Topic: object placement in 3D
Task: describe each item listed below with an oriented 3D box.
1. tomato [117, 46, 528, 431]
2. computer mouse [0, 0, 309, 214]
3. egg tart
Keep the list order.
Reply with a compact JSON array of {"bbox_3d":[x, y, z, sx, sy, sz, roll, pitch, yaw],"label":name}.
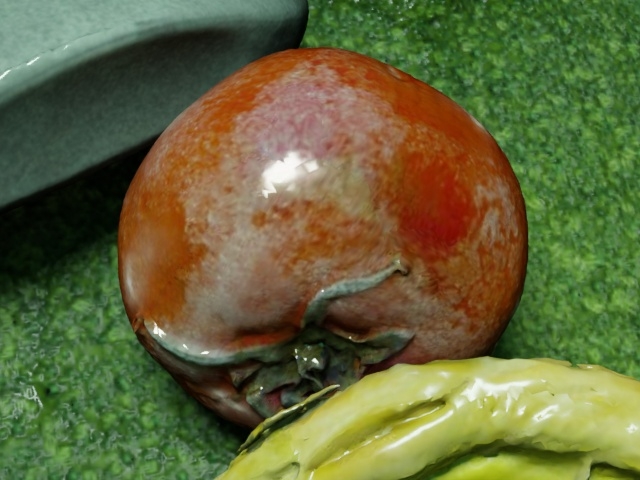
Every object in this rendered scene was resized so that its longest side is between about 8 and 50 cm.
[{"bbox_3d":[0.001,-0.003,0.648,0.232,0.232,0.189,9,42,-10],"label":"tomato"},{"bbox_3d":[-0.179,-0.111,0.662,0.374,0.114,0.203,-28,41,-26],"label":"computer mouse"},{"bbox_3d":[0.071,0.193,0.583,0.345,0.132,0.345,0,112,-1],"label":"egg tart"}]
